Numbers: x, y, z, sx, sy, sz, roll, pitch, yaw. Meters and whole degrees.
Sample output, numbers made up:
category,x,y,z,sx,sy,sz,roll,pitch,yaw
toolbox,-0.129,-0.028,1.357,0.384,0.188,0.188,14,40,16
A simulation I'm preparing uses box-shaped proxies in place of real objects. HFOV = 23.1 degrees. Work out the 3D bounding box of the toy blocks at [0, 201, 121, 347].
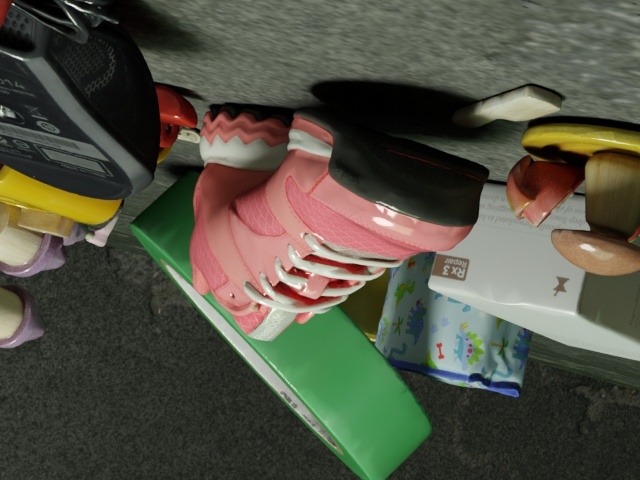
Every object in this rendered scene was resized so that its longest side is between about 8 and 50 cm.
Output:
category,x,y,z,sx,sy,sz,roll,pitch,yaw
toy blocks,-0.296,0.064,1.236,0.309,0.289,0.260,35,180,32

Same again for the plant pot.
category,x,y,z,sx,sy,sz,roll,pitch,yaw
plant pot,0.059,0.055,1.635,0.134,0.095,0.134,14,174,2

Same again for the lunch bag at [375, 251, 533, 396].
category,x,y,z,sx,sy,sz,roll,pitch,yaw
lunch bag,0.113,0.059,1.370,0.151,0.129,0.096,8,171,45

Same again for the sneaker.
category,x,y,z,sx,sy,sz,roll,pitch,yaw
sneaker,0.000,0.000,0.931,0.116,0.136,0.314,16,179,-21

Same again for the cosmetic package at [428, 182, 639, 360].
category,x,y,z,sx,sy,sz,roll,pitch,yaw
cosmetic package,0.185,0.027,1.105,0.117,0.086,0.231,10,172,34

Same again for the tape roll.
category,x,y,z,sx,sy,sz,roll,pitch,yaw
tape roll,-0.036,0.079,1.404,0.321,0.077,0.321,45,173,7

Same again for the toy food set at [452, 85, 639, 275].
category,x,y,z,sx,sy,sz,roll,pitch,yaw
toy food set,0.166,-0.010,0.818,0.217,0.071,0.128,16,174,-21

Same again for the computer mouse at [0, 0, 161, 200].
category,x,y,z,sx,sy,sz,roll,pitch,yaw
computer mouse,-0.143,-0.101,0.758,0.188,0.072,0.272,15,163,14

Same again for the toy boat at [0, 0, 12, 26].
category,x,y,z,sx,sy,sz,roll,pitch,yaw
toy boat,-0.188,-0.089,0.500,0.151,0.151,0.231,14,175,6

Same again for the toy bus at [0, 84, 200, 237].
category,x,y,z,sx,sy,sz,roll,pitch,yaw
toy bus,-0.175,-0.057,1.051,0.202,0.104,0.191,16,175,-13
